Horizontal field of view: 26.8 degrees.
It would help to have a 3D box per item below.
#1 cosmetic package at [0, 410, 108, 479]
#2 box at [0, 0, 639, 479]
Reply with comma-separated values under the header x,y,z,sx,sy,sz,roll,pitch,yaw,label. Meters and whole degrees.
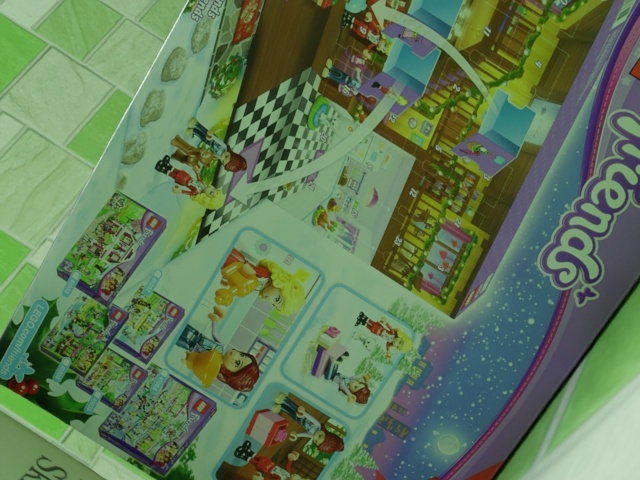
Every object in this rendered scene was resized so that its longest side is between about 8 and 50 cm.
x,y,z,sx,sy,sz,roll,pitch,yaw,label
-0.147,0.147,0.492,0.113,0.309,0.160,-58,0,20,cosmetic package
0.020,-0.015,0.535,0.293,0.201,0.057,-57,0,18,box
